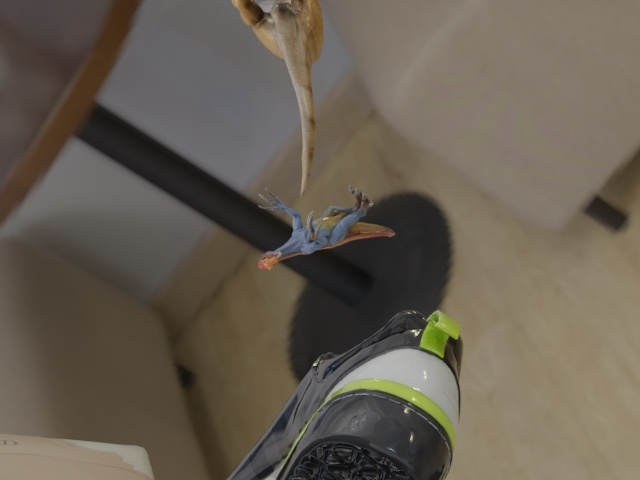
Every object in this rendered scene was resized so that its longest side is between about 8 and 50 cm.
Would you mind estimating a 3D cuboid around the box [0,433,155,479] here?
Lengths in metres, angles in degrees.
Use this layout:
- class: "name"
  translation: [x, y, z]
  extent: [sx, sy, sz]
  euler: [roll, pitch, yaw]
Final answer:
- class: "box"
  translation: [-0.134, 0.174, 0.760]
  extent: [0.311, 0.148, 0.121]
  euler: [-141, 57, -77]

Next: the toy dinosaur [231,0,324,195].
- class: "toy dinosaur"
  translation: [-0.017, -0.126, 1.113]
  extent: [0.064, 0.112, 0.211]
  euler: [-28, 23, 11]

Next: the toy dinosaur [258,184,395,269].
- class: "toy dinosaur"
  translation: [0.000, 0.000, 1.213]
  extent: [0.082, 0.090, 0.047]
  euler: [-45, 26, -3]

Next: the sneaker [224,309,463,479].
- class: "sneaker"
  translation: [0.012, 0.108, 0.897]
  extent: [0.235, 0.084, 0.097]
  euler: [-46, 16, 52]
